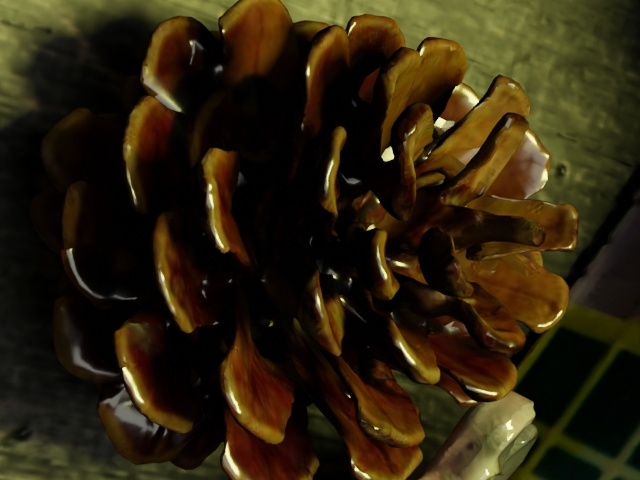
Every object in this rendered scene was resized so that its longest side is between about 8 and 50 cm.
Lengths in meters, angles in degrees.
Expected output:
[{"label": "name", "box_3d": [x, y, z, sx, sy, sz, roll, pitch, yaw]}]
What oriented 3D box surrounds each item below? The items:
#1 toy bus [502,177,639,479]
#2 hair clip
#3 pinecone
[{"label": "toy bus", "box_3d": [0.278, 0.134, 0.676, 0.249, 0.440, 0.209, -51, 121, -11]}, {"label": "hair clip", "box_3d": [0.014, 0.173, 0.693, 0.257, 0.075, 0.146, -60, 162, -1]}, {"label": "pinecone", "box_3d": [0.000, 0.000, 0.624, 0.207, 0.207, 0.208, -7, 103, -31]}]
